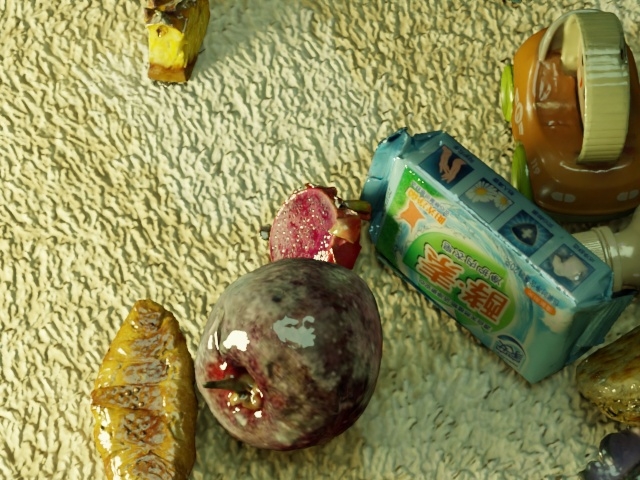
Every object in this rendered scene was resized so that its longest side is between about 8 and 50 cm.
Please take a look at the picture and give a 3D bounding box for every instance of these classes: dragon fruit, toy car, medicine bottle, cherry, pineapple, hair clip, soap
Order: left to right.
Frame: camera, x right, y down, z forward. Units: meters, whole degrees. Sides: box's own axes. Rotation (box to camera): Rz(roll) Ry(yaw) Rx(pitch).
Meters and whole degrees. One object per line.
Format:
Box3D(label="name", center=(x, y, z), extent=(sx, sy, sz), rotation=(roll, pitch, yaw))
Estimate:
Box3D(label="pineapple", center=(-0.167, -0.226, 1.757), extent=(0.069, 0.137, 0.116), rotation=(8, 103, 6))
Box3D(label="cherry", center=(-0.024, 0.102, 1.524), extent=(0.195, 0.195, 0.195), rotation=(1, 61, -1))
Box3D(label="dragon fruit", center=(0.003, 0.001, 1.641), extent=(0.068, 0.126, 0.112), rotation=(17, 48, -39))
Box3D(label="soap", center=(0.162, 0.014, 1.594), extent=(0.293, 0.156, 0.077), rotation=(40, 55, 19))
Box3D(label="toy car", center=(0.276, -0.150, 1.652), extent=(0.145, 0.235, 0.235), rotation=(-2, 61, -3))
Box3D(label="hair clip", center=(0.330, 0.220, 1.547), extent=(0.124, 0.052, 0.195), rotation=(39, 72, 24))
Box3D(label="medicine bottle", center=(0.367, 0.009, 1.626), extent=(0.252, 0.114, 0.114), rotation=(-9, 62, -5))

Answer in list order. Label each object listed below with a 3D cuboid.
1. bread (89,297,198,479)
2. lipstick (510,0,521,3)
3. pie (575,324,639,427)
Box3D(label="bread", center=(-0.169, 0.172, 1.542), extent=(0.105, 0.076, 0.233), rotation=(-3, 62, -1))
Box3D(label="lipstick", center=(0.091, -0.345, 1.853), extent=(0.312, 0.051, 0.051), rotation=(17, 63, 10))
Box3D(label="pie", center=(0.345, 0.119, 1.554), extent=(0.193, 0.079, 0.163), rotation=(-13, 28, 18))
